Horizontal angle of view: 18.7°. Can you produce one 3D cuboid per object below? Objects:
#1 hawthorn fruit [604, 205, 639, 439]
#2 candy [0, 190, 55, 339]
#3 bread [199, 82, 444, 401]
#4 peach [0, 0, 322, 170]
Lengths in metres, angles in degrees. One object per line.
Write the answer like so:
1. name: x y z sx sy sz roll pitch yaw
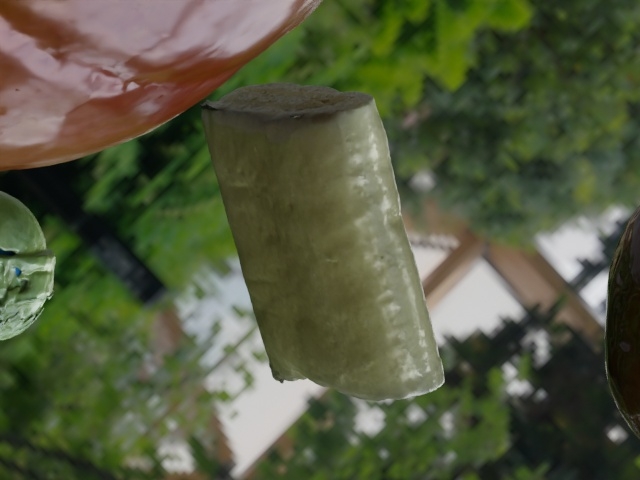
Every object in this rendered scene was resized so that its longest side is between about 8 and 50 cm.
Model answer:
1. hawthorn fruit: 0.290 0.029 1.363 0.208 0.248 0.208 -16 -173 2
2. candy: -0.224 0.133 1.203 0.093 0.092 0.336 -1 101 -53
3. bread: -0.001 0.000 1.115 0.060 0.178 0.139 -25 -161 -31
4. peach: -0.148 -0.188 0.853 0.343 0.343 0.302 -43 -175 28
